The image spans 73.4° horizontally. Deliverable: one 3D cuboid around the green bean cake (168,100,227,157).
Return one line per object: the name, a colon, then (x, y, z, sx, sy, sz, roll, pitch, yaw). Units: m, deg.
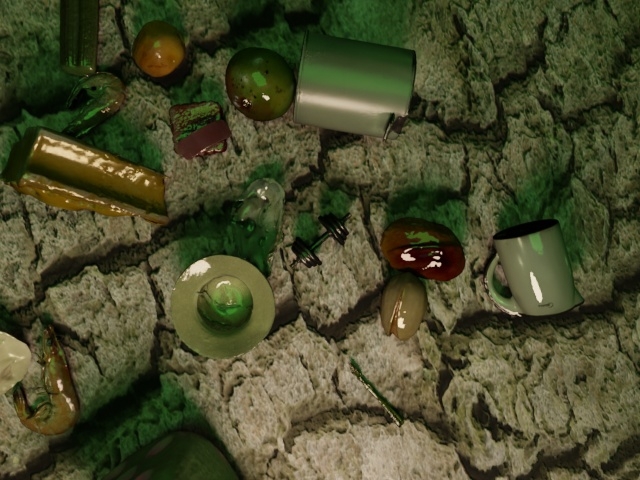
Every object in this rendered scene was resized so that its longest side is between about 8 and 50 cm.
green bean cake: (-0.314, -0.285, 1.109, 0.135, 0.056, 0.135, -7, 93, -4)

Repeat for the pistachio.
pistachio: (0.215, 0.171, 1.121, 0.125, 0.124, 0.184, 8, 94, -4)

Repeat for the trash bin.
trash bin: (0.076, -0.374, 1.049, 0.263, 0.217, 0.277, 8, 58, -4)

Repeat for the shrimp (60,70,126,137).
shrimp: (-0.599, -0.344, 1.096, 0.126, 0.047, 0.223, 45, 82, 4)

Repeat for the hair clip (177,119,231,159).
hair clip: (-0.291, -0.252, 1.072, 0.137, 0.022, 0.054, -29, 90, -2)

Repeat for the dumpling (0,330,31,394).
dumpling: (-0.831, 0.319, 1.076, 0.167, 0.126, 0.215, 24, 80, -30)

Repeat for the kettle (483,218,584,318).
kettle: (0.543, 0.087, 1.135, 0.222, 0.161, 0.236, -18, 96, 25)

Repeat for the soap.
soap: (-0.591, -0.149, 1.106, 0.339, 0.305, 0.169, 21, 83, -43)

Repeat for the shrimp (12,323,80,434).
shrimp: (-0.722, 0.365, 1.109, 0.169, 0.058, 0.295, -7, 96, -1)

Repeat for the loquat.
loquat: (-0.405, -0.477, 1.074, 0.138, 0.113, 0.137, -6, 76, 23)

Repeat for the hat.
hat: (-0.237, 0.158, 1.090, 0.258, 0.130, 0.256, 0, 92, -2)

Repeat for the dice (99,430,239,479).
dice: (-0.367, 0.676, 1.003, 0.319, 0.330, 0.322, -30, 94, 3)

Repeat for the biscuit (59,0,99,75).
biscuit: (-0.613, -0.579, 1.087, 0.100, 0.038, 0.321, 1, 88, 1)

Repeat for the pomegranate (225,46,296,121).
pomegranate: (-0.134, -0.401, 1.072, 0.180, 0.180, 0.209, 40, 60, -4)

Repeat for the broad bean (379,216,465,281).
broad bean: (0.268, 0.024, 1.123, 0.229, 0.122, 0.156, 20, 121, 2)

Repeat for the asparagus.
asparagus: (0.150, 0.422, 1.177, 0.232, 0.022, 0.023, 49, 133, -6)

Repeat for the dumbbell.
dumbbell: (0.000, 0.000, 1.116, 0.208, 0.099, 0.099, -42, 94, -1)

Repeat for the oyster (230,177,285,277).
oyster: (-0.147, -0.026, 1.112, 0.200, 0.087, 0.251, -30, 86, 7)
